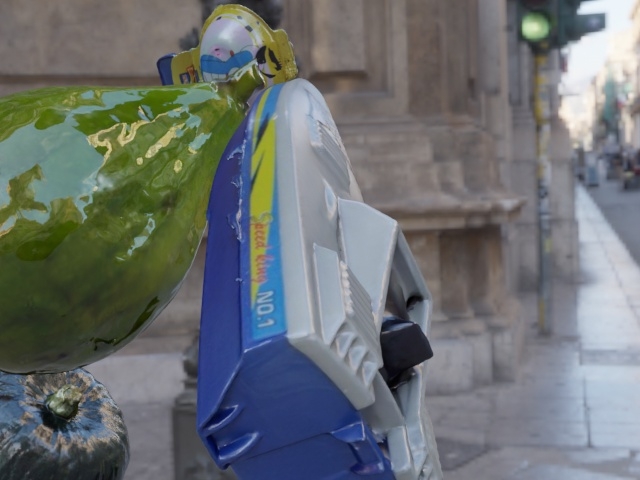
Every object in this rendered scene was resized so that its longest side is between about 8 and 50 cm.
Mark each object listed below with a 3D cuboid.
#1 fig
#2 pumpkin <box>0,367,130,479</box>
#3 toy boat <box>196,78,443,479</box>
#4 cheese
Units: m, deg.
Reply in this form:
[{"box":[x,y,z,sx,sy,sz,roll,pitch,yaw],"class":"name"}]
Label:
[{"box":[-0.183,-0.015,0.853,0.314,0.233,0.233,-12,3,0],"class":"fig"},{"box":[-0.313,0.218,1.198,0.211,0.152,0.211,38,9,-7],"class":"pumpkin"},{"box":[0.000,0.000,0.512,0.088,0.129,0.295,-21,33,11],"class":"toy boat"},{"box":[-0.120,-0.204,1.296,0.064,0.157,0.250,-25,14,-40],"class":"cheese"}]
